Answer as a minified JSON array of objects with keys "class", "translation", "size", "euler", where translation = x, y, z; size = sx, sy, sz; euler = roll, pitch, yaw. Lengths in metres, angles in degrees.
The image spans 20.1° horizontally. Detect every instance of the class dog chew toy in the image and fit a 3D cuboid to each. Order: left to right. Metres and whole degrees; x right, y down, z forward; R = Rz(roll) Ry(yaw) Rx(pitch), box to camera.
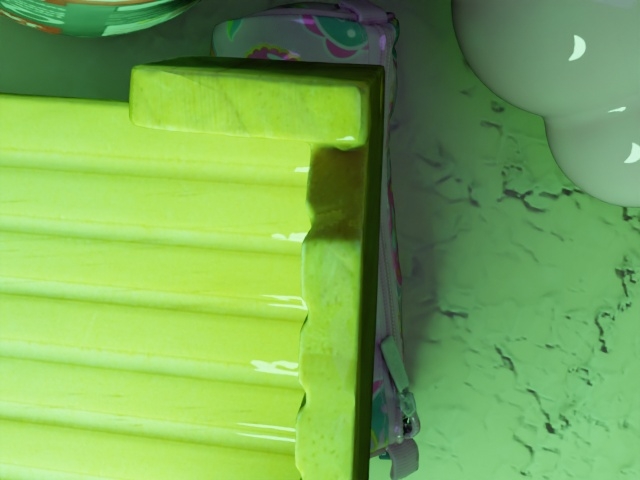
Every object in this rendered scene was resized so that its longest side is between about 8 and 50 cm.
[{"class":"dog chew toy","translation":[0.157,-0.167,1.067],"size":[0.207,0.206,0.331],"euler":[-29,104,-6]}]

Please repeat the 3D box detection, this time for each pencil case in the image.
[{"class":"pencil case","translation":[0.000,0.000,1.080],"size":[0.124,0.124,0.284],"euler":[-4,92,-8]}]

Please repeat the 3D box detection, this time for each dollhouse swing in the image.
[{"class":"dollhouse swing","translation":[-0.125,0.077,0.933],"size":[0.305,0.315,0.346],"euler":[4,97,4]}]

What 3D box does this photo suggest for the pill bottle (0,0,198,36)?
[{"class":"pill bottle","translation":[-0.118,-0.213,0.934],"size":[0.210,0.363,0.210],"euler":[0,92,-9]}]
